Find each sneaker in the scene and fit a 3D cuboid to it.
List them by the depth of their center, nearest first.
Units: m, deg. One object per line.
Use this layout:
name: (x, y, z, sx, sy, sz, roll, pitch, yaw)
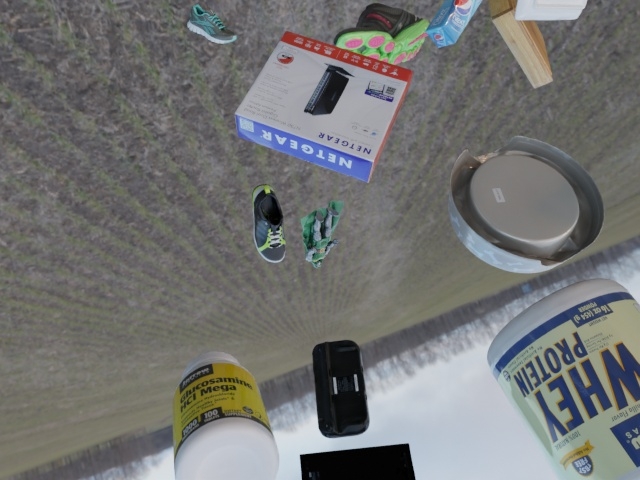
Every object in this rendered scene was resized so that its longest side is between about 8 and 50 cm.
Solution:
sneaker: (-0.140, -0.038, 1.480, 0.084, 0.235, 0.097, -17, -157, -15)
sneaker: (-0.316, -0.629, 1.585, 0.065, 0.166, 0.076, -51, 163, -44)
sneaker: (0.181, -0.685, 1.855, 0.482, 0.202, 0.185, -32, 158, -45)

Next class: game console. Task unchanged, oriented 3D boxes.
game console: (0.062, 0.364, 1.074, 0.213, 0.362, 0.044, -4, 146, -4)

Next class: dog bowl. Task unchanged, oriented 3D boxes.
dog bowl: (0.457, -0.080, 1.261, 0.348, 0.349, 0.102, -17, 151, -15)

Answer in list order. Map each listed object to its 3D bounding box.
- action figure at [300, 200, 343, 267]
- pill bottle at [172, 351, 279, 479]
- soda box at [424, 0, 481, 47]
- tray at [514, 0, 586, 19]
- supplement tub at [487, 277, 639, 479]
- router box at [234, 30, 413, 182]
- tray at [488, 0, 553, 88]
action figure: (0.000, 0.000, 1.524, 0.137, 0.064, 0.232, -20, 147, -22)
pill bottle: (-0.204, 0.362, 1.106, 0.187, 0.188, 0.334, -18, -160, -11)
soda box: (0.385, -0.648, 1.535, 0.210, 0.067, 0.071, -58, -150, -12)
tray: (0.509, -0.544, 1.159, 0.270, 0.145, 0.030, -18, -147, -37)
supplement tub: (0.409, 0.242, 0.751, 0.235, 0.325, 0.236, -17, 144, -13)
router box: (0.014, -0.324, 1.293, 0.335, 0.301, 0.082, 20, 152, 7)
tray: (0.659, -0.699, 1.802, 0.076, 0.203, 0.410, -18, 152, 34)
